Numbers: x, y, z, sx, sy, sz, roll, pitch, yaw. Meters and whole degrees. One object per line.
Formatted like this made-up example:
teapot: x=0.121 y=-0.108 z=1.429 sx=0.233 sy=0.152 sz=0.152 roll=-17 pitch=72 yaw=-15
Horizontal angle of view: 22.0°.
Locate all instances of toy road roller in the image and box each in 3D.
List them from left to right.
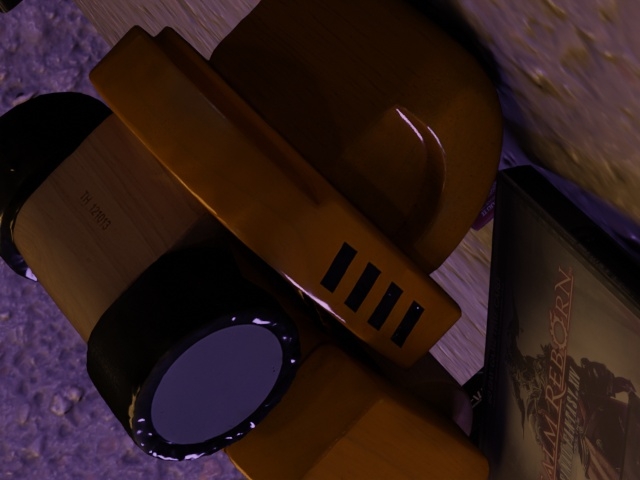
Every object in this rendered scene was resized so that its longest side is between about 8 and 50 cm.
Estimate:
toy road roller: x=0.000 y=0.000 z=0.878 sx=0.202 sy=0.240 sz=0.329 roll=47 pitch=-176 yaw=39

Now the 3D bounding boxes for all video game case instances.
video game case: x=0.150 y=0.107 z=0.804 sx=0.274 sy=0.026 sz=0.196 roll=-130 pitch=35 yaw=-54

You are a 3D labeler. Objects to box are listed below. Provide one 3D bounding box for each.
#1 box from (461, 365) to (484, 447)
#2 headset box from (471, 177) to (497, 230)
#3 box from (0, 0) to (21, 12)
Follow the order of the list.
box: x=0.167 y=0.172 z=1.174 sx=0.180 sy=0.147 sz=0.077 roll=50 pitch=175 yaw=-16
headset box: x=0.073 y=-0.047 z=0.967 sx=0.083 sy=0.032 sz=0.062 roll=51 pitch=175 yaw=-33
box: x=-0.158 y=-0.230 z=0.818 sx=0.156 sy=0.158 sz=0.093 roll=46 pitch=175 yaw=18
